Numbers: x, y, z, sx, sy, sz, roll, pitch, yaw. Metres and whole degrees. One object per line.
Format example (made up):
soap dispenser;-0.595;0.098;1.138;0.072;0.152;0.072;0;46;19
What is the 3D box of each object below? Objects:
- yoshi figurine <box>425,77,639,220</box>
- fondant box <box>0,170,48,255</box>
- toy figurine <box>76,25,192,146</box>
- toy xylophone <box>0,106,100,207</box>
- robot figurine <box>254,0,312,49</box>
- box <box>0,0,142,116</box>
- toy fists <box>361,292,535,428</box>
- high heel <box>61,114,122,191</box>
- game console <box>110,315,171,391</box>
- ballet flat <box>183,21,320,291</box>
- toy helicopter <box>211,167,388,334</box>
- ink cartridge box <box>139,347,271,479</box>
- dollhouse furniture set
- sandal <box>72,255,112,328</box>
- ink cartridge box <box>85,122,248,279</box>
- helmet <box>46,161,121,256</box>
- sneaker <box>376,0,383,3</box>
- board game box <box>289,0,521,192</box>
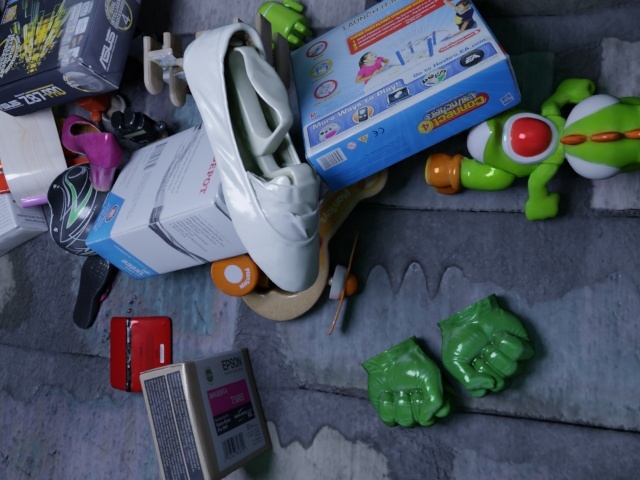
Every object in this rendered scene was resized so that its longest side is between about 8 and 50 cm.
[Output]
yoshi figurine;0.359;-0.149;0.928;0.362;0.203;0.203;2;46;33
fondant box;-0.762;-0.126;1.323;0.238;0.096;0.330;-25;78;16
toy figurine;-0.351;-0.297;1.174;0.213;0.148;0.209;32;91;20
toy xylophone;-0.577;-0.232;1.253;0.236;0.081;0.322;-8;74;-15
robot figurine;-0.072;-0.400;1.119;0.115;0.067;0.101;35;106;18
box;-0.466;-0.443;1.128;0.318;0.097;0.394;-1;70;30
toy fists;0.202;0.206;0.967;0.279;0.096;0.142;-31;78;13
high heel;-0.430;-0.203;1.128;0.244;0.082;0.117;56;137;42
game console;-0.359;0.223;1.201;0.124;0.085;0.144;-1;86;-12
ballet flat;-0.076;-0.118;0.850;0.139;0.139;0.400;-21;92;17
toy helicopter;0.000;0.000;1.025;0.235;0.140;0.355;40;108;-1
ink cartridge box;-0.186;0.293;1.020;0.088;0.235;0.193;-17;81;17
dollhouse furniture set;-0.152;-0.252;1.043;0.212;0.242;0.160;-4;85;19
sandal;-0.463;0.099;1.238;0.067;0.040;0.179;34;111;24
ink cartridge box;-0.220;-0.076;1.029;0.308;0.129;0.223;-13;46;33
helmet;-0.438;-0.053;1.171;0.169;0.169;0.161;-32;59;14
sneaker;0.026;-0.502;1.052;0.270;0.145;0.090;28;95;19
board game box;0.113;-0.263;0.956;0.308;0.086;0.302;-24;44;16
